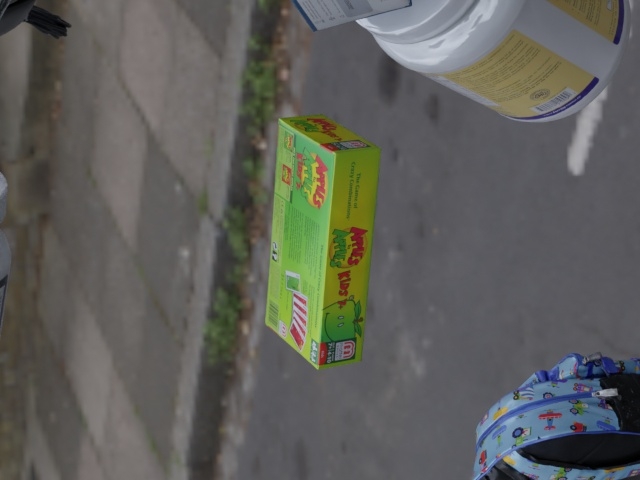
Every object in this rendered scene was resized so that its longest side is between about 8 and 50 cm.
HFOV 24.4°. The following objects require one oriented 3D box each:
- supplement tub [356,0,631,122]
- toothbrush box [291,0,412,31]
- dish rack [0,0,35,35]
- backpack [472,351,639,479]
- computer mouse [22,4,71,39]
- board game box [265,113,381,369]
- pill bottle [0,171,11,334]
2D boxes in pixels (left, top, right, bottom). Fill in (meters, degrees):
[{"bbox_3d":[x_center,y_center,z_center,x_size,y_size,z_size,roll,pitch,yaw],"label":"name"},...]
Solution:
[{"bbox_3d":[0.203,-0.297,1.812,0.241,0.331,0.241,-13,69,38],"label":"supplement tub"},{"bbox_3d":[0.000,-0.415,1.617,0.216,0.126,0.295,45,-144,-64],"label":"toothbrush box"},{"bbox_3d":[-0.244,-0.269,0.898,0.271,0.074,0.208,47,126,9],"label":"dish rack"},{"bbox_3d":[0.210,0.173,1.299,0.158,0.173,0.117,124,141,-47],"label":"backpack"},{"bbox_3d":[-0.411,-0.307,1.647,0.262,0.184,0.060,42,100,21],"label":"computer mouse"},{"bbox_3d":[0.000,0.000,1.181,0.092,0.043,0.181,35,127,52],"label":"board game box"},{"bbox_3d":[-0.385,0.055,1.453,0.153,0.153,0.264,-127,45,-54],"label":"pill bottle"}]
